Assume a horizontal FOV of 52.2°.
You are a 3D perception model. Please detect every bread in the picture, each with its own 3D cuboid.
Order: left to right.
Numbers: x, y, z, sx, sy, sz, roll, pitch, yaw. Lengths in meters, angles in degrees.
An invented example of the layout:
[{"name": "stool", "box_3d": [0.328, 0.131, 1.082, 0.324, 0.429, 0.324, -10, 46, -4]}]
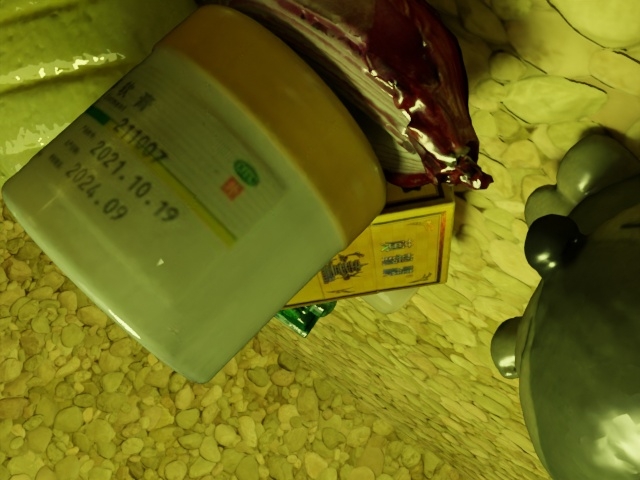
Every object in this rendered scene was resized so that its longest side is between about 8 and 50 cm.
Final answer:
[{"name": "bread", "box_3d": [-0.260, -0.177, 0.754, 0.320, 0.320, 0.237, 31, 180, 16]}]

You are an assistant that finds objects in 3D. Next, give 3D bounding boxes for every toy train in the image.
[{"name": "toy train", "box_3d": [-0.083, 0.058, 1.258, 0.266, 0.145, 0.202, 35, 165, 6]}]

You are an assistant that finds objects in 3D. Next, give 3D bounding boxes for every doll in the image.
[{"name": "doll", "box_3d": [0.300, 0.085, 0.426, 0.379, 0.382, 0.252, 19, 120, 3]}]

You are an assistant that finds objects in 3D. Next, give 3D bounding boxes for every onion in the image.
[{"name": "onion", "box_3d": [0.051, -0.138, 0.550, 0.283, 0.120, 0.227, 39, 172, 32]}]

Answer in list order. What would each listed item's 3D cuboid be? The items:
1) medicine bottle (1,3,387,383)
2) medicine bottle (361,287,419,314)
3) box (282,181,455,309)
[{"name": "medicine bottle", "box_3d": [-0.102, -0.037, 0.564, 0.238, 0.232, 0.238, 43, 169, 10]}, {"name": "medicine bottle", "box_3d": [0.032, -0.009, 0.929, 0.252, 0.114, 0.114, 38, 162, -6]}, {"name": "box", "box_3d": [0.000, 0.000, 0.775, 0.301, 0.084, 0.193, -9, 151, 2]}]
